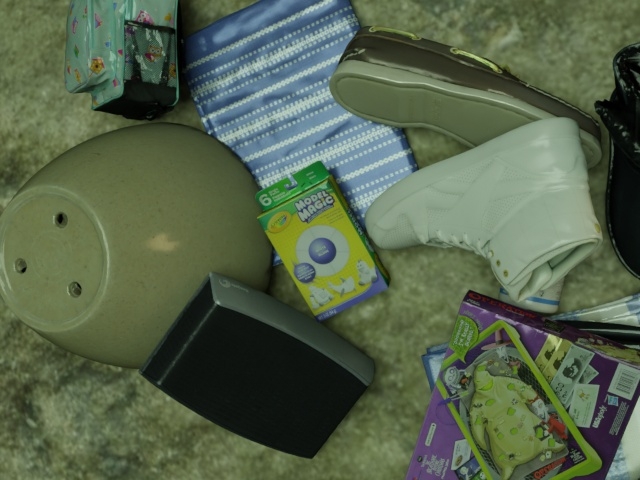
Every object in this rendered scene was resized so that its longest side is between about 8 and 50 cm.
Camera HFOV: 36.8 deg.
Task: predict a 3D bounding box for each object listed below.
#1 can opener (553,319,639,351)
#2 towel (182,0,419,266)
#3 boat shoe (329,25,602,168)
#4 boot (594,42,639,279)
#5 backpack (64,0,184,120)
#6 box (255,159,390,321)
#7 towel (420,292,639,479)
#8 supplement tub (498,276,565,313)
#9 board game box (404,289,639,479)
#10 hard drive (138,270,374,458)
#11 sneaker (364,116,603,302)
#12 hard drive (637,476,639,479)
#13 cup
[{"bbox_3d":[0.278,0.113,1.087,0.186,0.073,0.059,-6,45,21],"label":"can opener"},{"bbox_3d":[-0.029,-0.157,1.240,0.243,0.040,0.335,-23,84,15],"label":"towel"},{"bbox_3d":[0.177,-0.170,1.130,0.325,0.116,0.096,17,62,10],"label":"boat shoe"},{"bbox_3d":[0.346,-0.072,1.021,0.094,0.207,0.246,-5,88,18],"label":"boot"},{"bbox_3d":[-0.252,-0.264,1.239,0.145,0.166,0.188,11,84,-25],"label":"backpack"},{"bbox_3d":[0.000,0.000,1.191,0.105,0.043,0.179,-28,98,14],"label":"box"},{"bbox_3d":[0.277,0.192,1.131,0.285,0.034,0.209,-16,84,18],"label":"towel"},{"bbox_3d":[0.252,0.027,1.122,0.071,0.071,0.107,11,93,18],"label":"supplement tub"},{"bbox_3d":[0.212,0.247,1.090,0.208,0.056,0.346,19,112,10],"label":"board game box"},{"bbox_3d":[-0.068,0.162,1.157,0.255,0.054,0.172,32,101,-26],"label":"hard drive"},{"bbox_3d":[0.173,-0.004,1.079,0.293,0.108,0.169,-26,65,40],"label":"sneaker"},{"bbox_3d":[0.477,0.389,1.029,0.353,0.047,0.233,36,115,15],"label":"hard drive"},{"bbox_3d":[-0.257,0.014,1.183,0.331,0.237,0.330,1,94,23],"label":"cup"}]
